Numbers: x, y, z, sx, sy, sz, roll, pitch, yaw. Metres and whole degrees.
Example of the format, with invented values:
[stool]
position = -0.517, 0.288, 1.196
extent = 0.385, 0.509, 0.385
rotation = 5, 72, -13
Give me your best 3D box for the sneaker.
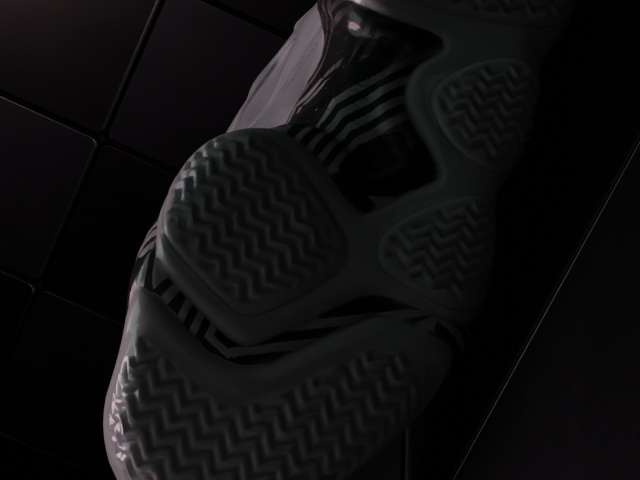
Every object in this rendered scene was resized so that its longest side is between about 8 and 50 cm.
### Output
[sneaker]
position = 0.000, 0.000, 0.797
extent = 0.366, 0.137, 0.210
rotation = -63, 3, -32
